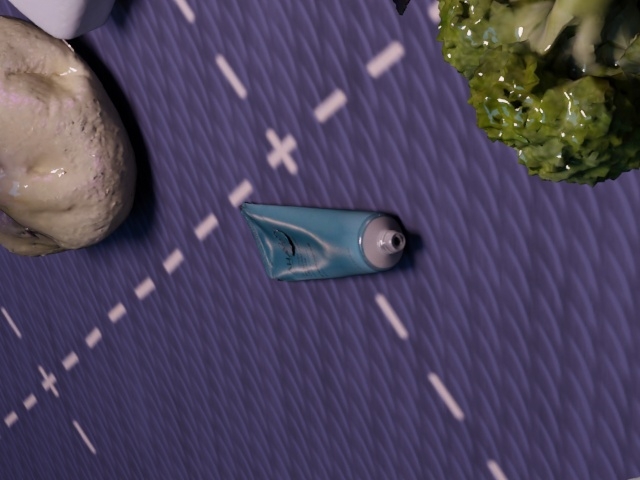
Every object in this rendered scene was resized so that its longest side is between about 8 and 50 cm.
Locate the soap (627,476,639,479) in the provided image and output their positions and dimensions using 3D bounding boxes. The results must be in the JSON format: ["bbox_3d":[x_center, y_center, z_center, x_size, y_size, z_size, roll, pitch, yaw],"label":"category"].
[{"bbox_3d":[0.327,0.209,0.952,0.289,0.095,0.173,-29,92,55],"label":"soap"}]

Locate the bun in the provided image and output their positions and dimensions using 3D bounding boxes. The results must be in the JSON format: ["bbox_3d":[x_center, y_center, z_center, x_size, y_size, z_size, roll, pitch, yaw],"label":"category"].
[{"bbox_3d":[-0.316,-0.097,1.450,0.273,0.168,0.273,33,144,28],"label":"bun"}]

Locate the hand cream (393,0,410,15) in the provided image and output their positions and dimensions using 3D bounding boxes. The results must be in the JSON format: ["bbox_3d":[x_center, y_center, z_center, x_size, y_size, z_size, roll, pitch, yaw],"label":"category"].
[{"bbox_3d":[0.031,-0.288,0.895,0.120,0.061,0.271,119,142,-72],"label":"hand cream"}]

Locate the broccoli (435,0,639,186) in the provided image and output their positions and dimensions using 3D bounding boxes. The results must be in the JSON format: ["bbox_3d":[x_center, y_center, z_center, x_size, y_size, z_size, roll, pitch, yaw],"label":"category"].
[{"bbox_3d":[0.173,-0.200,0.792,0.302,0.186,0.254,114,158,-49],"label":"broccoli"}]

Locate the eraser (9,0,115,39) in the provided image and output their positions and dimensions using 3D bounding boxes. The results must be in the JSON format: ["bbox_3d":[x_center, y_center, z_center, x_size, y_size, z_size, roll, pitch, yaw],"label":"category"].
[{"bbox_3d":[-0.225,-0.334,1.225,0.189,0.104,0.290,48,143,9],"label":"eraser"}]

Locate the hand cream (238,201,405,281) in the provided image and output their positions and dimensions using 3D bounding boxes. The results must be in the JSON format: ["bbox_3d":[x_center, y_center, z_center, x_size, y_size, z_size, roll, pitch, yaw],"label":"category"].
[{"bbox_3d":[0.000,0.000,1.247,0.224,0.048,0.083,-2,116,56],"label":"hand cream"}]
